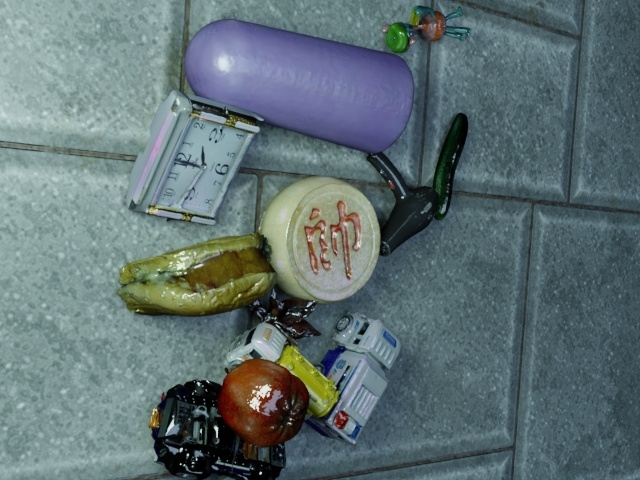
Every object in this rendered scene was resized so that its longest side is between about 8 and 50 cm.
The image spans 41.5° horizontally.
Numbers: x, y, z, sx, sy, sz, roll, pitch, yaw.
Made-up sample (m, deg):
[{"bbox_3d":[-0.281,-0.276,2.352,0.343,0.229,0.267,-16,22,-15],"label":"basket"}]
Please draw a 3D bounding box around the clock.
[{"bbox_3d":[-0.235,-0.147,1.558,0.186,0.083,0.253,11,118,-37],"label":"clock"}]

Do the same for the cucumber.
[{"bbox_3d":[0.308,-0.182,2.026,0.056,0.056,0.284,24,74,-36],"label":"cucumber"}]

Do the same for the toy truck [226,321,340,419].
[{"bbox_3d":[-0.072,0.265,1.689,0.227,0.114,0.098,45,26,-12],"label":"toy truck"}]

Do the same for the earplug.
[{"bbox_3d":[-0.052,-0.310,1.660,0.456,0.215,0.215,7,89,-33],"label":"earplug"}]

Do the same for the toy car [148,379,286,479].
[{"bbox_3d":[-0.196,0.384,1.649,0.301,0.118,0.193,27,58,-31],"label":"toy car"}]

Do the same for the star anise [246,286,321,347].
[{"bbox_3d":[-0.071,0.165,1.731,0.157,0.053,0.212,-15,106,5],"label":"star anise"}]

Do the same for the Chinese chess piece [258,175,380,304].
[{"bbox_3d":[0.000,0.000,1.772,0.270,0.112,0.269,-2,94,-36],"label":"Chinese chess piece"}]

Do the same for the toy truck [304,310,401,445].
[{"bbox_3d":[0.070,0.290,1.818,0.124,0.155,0.268,44,67,-30],"label":"toy truck"}]

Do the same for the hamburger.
[{"bbox_3d":[-0.203,0.067,1.563,0.309,0.211,0.132,-14,97,-34],"label":"hamburger"}]

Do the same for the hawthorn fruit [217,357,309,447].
[{"bbox_3d":[-0.121,0.292,1.582,0.157,0.194,0.157,-32,137,-35],"label":"hawthorn fruit"}]

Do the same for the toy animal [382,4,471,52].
[{"bbox_3d":[0.244,-0.489,1.924,0.208,0.100,0.103,-13,140,-24],"label":"toy animal"}]

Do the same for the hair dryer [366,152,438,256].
[{"bbox_3d":[0.141,-0.116,1.895,0.271,0.091,0.235,55,51,-11],"label":"hair dryer"}]
